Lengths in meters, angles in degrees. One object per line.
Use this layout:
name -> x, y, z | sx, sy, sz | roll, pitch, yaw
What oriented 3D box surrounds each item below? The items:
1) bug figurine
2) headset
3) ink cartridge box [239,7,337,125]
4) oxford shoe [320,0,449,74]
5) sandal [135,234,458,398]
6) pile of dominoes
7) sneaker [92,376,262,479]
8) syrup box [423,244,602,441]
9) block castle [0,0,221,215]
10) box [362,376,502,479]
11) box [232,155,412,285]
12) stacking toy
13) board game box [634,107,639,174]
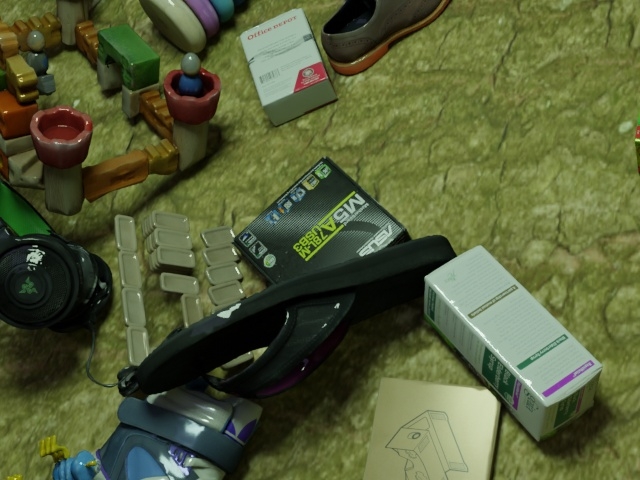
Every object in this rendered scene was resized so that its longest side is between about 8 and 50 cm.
bug figurine -> -0.343, 0.399, 1.522 | 0.216, 0.072, 0.279 | -20, 67, 47
headset -> -0.360, 0.047, 1.674 | 0.185, 0.243, 0.394 | -38, 79, 3
ink cartridge box -> -0.050, -0.268, 1.814 | 0.109, 0.063, 0.150 | -23, 58, 8
oxford shoe -> 0.113, -0.369, 1.786 | 0.271, 0.098, 0.097 | -45, 59, -6
sandal -> -0.017, 0.116, 1.503 | 0.446, 0.167, 0.107 | -21, 68, -9
pile of dominoes -> -0.196, 0.077, 1.648 | 0.040, 0.196, 0.251 | -43, 48, 44
sneaker -> -0.149, 0.315, 1.512 | 0.236, 0.130, 0.323 | -43, 53, 0
syrup box -> 0.237, 0.127, 1.482 | 0.096, 0.093, 0.237 | -30, 56, -17
block castle -> -0.388, -0.272, 1.784 | 0.303, 0.212, 0.453 | -23, 53, -30
box -> 0.138, 0.278, 1.494 | 0.164, 0.021, 0.201 | 4, 66, 21
box -> 0.000, 0.000, 1.671 | 0.191, 0.045, 0.184 | -42, 56, -4
stacking toy -> -0.136, -0.459, 1.908 | 0.330, 0.141, 0.141 | -45, 59, -11
board game box -> 0.457, -0.187, 1.576 | 0.043, 0.092, 0.181 | 6, 66, 21
